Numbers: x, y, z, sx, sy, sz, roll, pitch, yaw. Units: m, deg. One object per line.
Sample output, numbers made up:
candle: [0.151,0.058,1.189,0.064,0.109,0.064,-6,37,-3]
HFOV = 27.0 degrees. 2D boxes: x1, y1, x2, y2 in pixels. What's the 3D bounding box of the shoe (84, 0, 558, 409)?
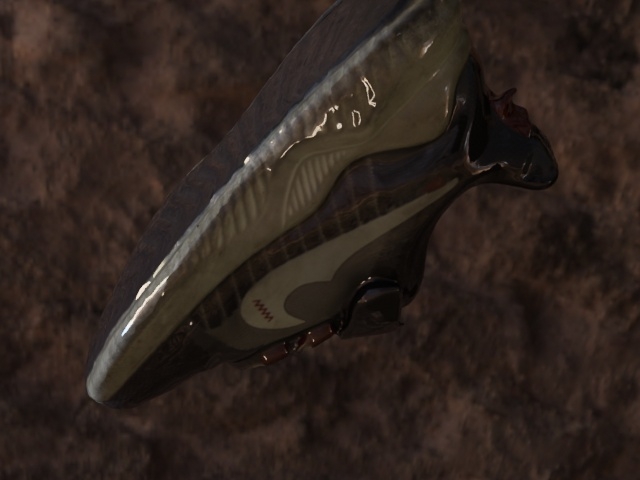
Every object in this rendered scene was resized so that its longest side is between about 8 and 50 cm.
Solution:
shoe: [0.000,0.000,0.544,0.112,0.227,0.099,35,-162,-18]
